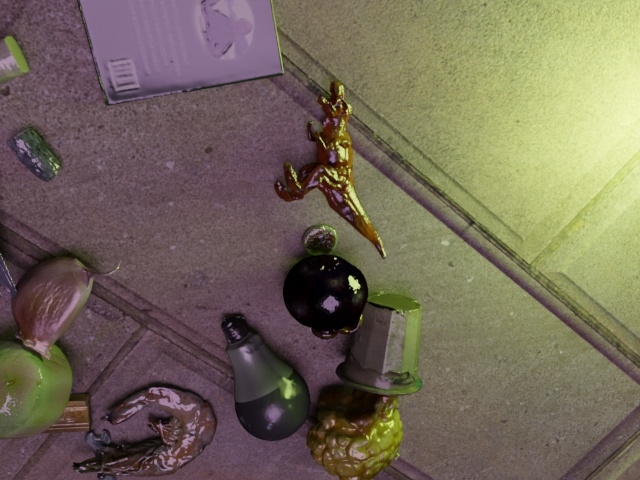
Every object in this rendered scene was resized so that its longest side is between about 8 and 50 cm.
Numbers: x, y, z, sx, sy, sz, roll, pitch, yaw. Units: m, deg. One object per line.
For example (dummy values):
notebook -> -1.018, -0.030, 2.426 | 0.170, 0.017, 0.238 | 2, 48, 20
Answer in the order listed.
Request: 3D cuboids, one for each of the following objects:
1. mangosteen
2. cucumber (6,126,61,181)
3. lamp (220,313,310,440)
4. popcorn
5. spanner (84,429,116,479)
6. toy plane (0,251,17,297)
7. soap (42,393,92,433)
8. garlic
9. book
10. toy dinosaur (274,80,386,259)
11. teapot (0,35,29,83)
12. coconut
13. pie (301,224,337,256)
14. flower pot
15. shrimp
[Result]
mangosteen -> 0.014, 0.139, 1.623 | 0.194, 0.194, 0.230 | -11, 126, -5
cucumber -> -0.580, -0.173, 1.446 | 0.064, 0.064, 0.112 | -34, 114, 5
lamp -> -0.128, 0.321, 1.702 | 0.182, 0.182, 0.313 | -11, 90, -5
popcorn -> 0.095, 0.466, 1.771 | 0.237, 0.206, 0.251 | 23, 96, -3
spanner -> -0.542, 0.604, 1.811 | 0.071, 0.017, 0.301 | -7, 114, -8
toy plane -> -0.707, -0.019, 1.479 | 0.212, 0.088, 0.267 | 17, 97, -2
soap -> -0.680, 0.417, 1.695 | 0.252, 0.037, 0.092 | 0, 112, -9
garlic -> -0.562, 0.100, 1.528 | 0.148, 0.128, 0.266 | 37, 101, -17
book -> -0.274, -0.424, 1.406 | 0.371, 0.043, 0.260 | -10, 116, -4
toy dinosaur -> 0.010, -0.127, 1.557 | 0.208, 0.097, 0.431 | -18, 119, -12
teapot -> -0.676, -0.331, 1.354 | 0.201, 0.077, 0.107 | -24, 111, 1
coconut -> -0.662, 0.319, 1.566 | 0.204, 0.236, 0.236 | -44, 113, 2
pie -> 0.000, 0.000, 1.647 | 0.085, 0.017, 0.085 | -4, 114, -9
flower pot -> 0.149, 0.239, 1.688 | 0.213, 0.212, 0.202 | 3, 103, -11
shrimp -> -0.435, 0.481, 1.743 | 0.361, 0.085, 0.246 | -17, 111, -10
